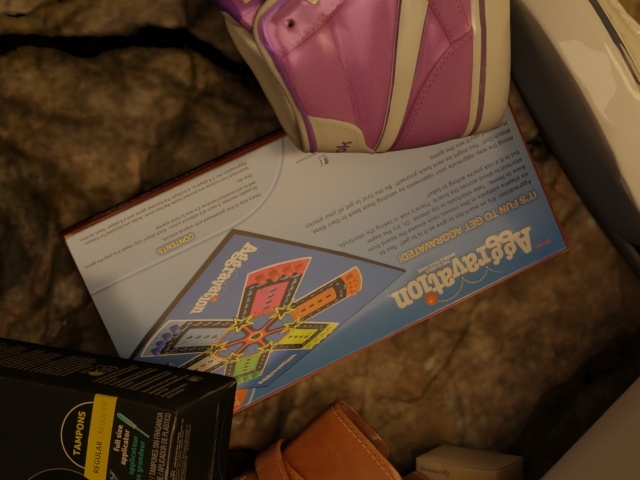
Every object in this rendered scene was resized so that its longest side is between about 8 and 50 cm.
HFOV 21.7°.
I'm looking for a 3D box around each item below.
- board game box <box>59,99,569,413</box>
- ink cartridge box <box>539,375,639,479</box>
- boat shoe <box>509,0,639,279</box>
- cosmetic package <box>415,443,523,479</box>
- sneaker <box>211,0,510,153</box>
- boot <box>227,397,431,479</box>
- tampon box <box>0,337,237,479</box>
[{"bbox_3d":[0.000,0.000,1.017,0.281,0.027,0.145,-25,101,-8],"label":"board game box"},{"bbox_3d":[0.263,0.202,0.959,0.309,0.130,0.272,-46,118,-4],"label":"ink cartridge box"},{"bbox_3d":[0.250,-0.047,1.010,0.156,0.136,0.367,-38,107,-4],"label":"boat shoe"},{"bbox_3d":[0.092,0.190,1.045,0.060,0.041,0.115,4,99,32],"label":"cosmetic package"},{"bbox_3d":[0.018,-0.181,0.908,0.161,0.102,0.282,-10,107,-17],"label":"sneaker"},{"bbox_3d":[0.025,0.253,1.022,0.220,0.109,0.283,-44,92,3],"label":"boot"},{"bbox_3d":[-0.143,0.129,0.936,0.161,0.101,0.121,8,97,15],"label":"tampon box"}]
